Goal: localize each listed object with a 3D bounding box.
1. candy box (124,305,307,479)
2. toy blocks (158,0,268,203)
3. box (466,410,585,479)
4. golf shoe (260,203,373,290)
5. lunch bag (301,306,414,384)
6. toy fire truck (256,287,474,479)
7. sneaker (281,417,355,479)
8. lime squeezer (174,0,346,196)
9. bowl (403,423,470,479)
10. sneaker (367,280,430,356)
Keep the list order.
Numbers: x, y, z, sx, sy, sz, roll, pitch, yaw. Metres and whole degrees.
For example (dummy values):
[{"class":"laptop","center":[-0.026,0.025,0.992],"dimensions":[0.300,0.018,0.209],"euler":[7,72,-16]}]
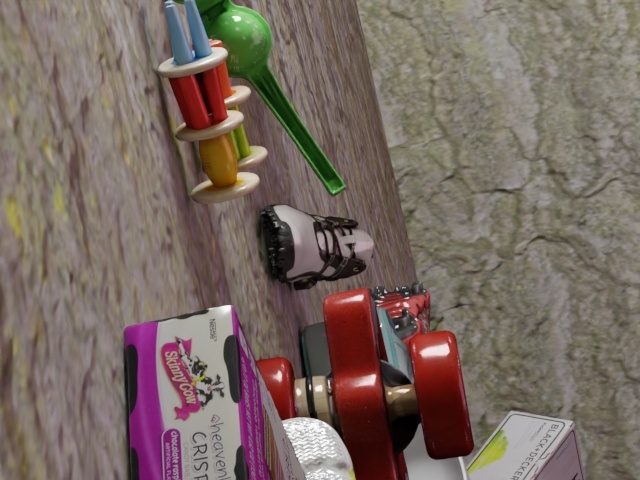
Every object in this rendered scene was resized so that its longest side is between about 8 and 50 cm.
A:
[{"class":"candy box","center":[-0.051,0.171,1.158],"dimensions":[0.233,0.071,0.159],"euler":[72,9,-51]},{"class":"toy blocks","center":[-0.084,-0.115,1.441],"dimensions":[0.123,0.054,0.148],"euler":[-82,159,-70]},{"class":"box","center":[0.250,0.366,2.286],"dimensions":[0.169,0.087,0.290],"euler":[-46,132,-41]},{"class":"golf shoe","center":[0.000,0.000,1.820],"dimensions":[0.198,0.094,0.077],"euler":[24,56,-80]},{"class":"lunch bag","center":[0.063,0.199,1.947],"dimensions":[0.279,0.108,0.224],"euler":[68,13,-60]},{"class":"toy fire truck","center":[0.045,0.198,1.549],"dimensions":[0.254,0.169,0.302],"euler":[69,11,-79]},{"class":"sneaker","center":[-0.017,0.248,1.335],"dimensions":[0.126,0.091,0.240],"euler":[91,0,-57]},{"class":"lime squeezer","center":[-0.064,-0.172,1.487],"dimensions":[0.110,0.059,0.310],"euler":[19,-35,49]},{"class":"bowl","center":[0.072,0.232,1.737],"dimensions":[0.053,0.142,0.142],"euler":[53,10,-35]},{"class":"sneaker","center":[0.094,0.133,2.404],"dimensions":[0.276,0.098,0.135],"euler":[-68,146,-75]}]
